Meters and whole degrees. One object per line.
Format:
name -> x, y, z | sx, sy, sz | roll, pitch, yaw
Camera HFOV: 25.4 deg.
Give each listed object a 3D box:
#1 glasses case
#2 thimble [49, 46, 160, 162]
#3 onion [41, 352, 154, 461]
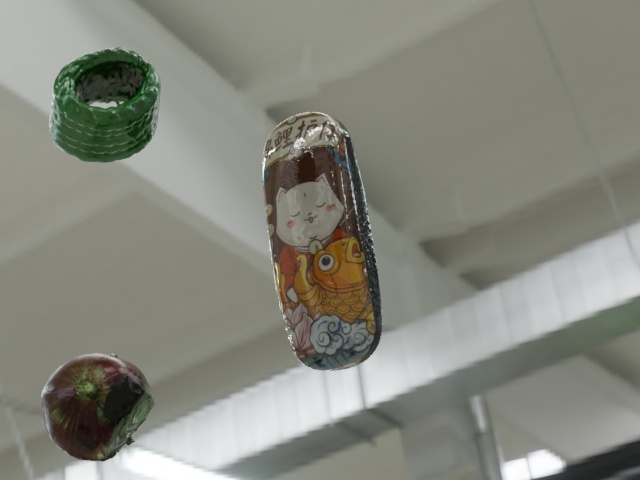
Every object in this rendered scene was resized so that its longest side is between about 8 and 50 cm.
glasses case -> 0.000, 0.000, 1.745 | 0.122, 0.321, 0.082 | -18, -15, 36
thimble -> -0.243, -0.155, 1.615 | 0.118, 0.130, 0.090 | 21, -39, 4
onion -> -0.242, 0.175, 1.515 | 0.118, 0.117, 0.119 | 24, -36, 19
